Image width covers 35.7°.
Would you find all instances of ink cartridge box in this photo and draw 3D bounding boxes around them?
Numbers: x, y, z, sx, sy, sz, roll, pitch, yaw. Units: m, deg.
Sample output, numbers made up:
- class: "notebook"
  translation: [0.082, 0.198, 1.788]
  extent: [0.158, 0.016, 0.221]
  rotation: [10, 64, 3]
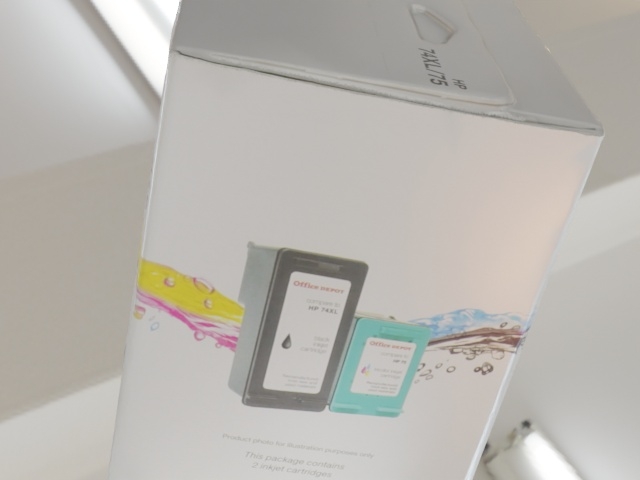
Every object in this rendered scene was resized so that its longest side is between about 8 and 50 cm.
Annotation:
- class: "ink cartridge box"
  translation: [0.000, 0.000, 0.560]
  extent: [0.197, 0.270, 0.198]
  rotation: [9, -150, -9]
